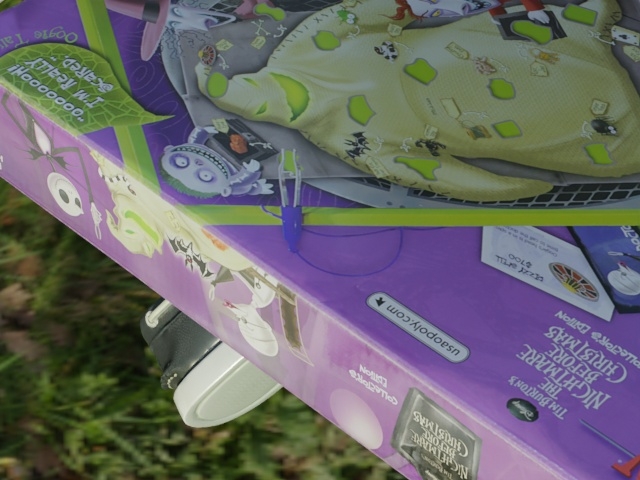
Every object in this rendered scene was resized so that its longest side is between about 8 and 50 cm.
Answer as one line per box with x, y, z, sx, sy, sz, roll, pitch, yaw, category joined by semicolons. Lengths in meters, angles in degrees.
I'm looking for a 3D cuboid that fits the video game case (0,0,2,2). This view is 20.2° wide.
-0.296;-0.114;1.143;0.212;0.193;0.023;-35;91;12;video game case

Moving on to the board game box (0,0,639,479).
0.087;-0.009;0.498;0.347;0.056;0.208;35;50;29;board game box

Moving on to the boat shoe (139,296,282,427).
0.000;0.000;1.182;0.302;0.114;0.091;-39;67;13;boat shoe
